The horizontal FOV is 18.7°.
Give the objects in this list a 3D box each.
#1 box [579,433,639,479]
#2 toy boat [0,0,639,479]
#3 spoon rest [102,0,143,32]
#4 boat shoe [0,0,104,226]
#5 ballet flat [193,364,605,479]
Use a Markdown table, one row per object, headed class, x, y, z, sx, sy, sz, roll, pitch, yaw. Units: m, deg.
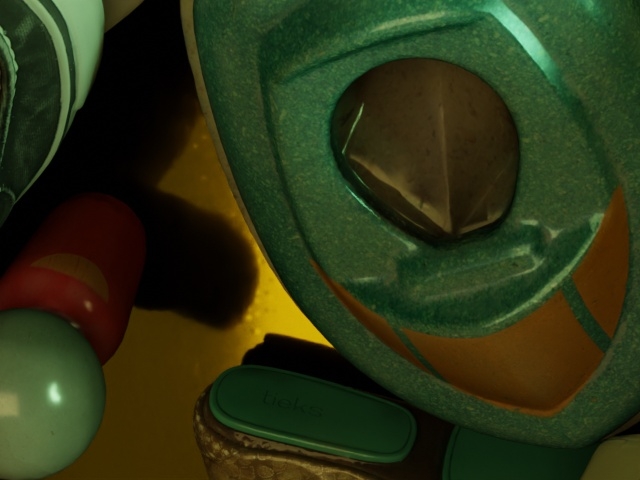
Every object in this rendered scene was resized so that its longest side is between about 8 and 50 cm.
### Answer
| class | x | y | z | sx | sy | sz | roll | pitch | yaw |
| --- | --- | --- | --- | --- | --- | --- | --- | --- | --- |
| box | 0.192 | 0.182 | 0.692 | 0.232 | 0.148 | 0.127 | 39 | 68 | -16 |
| toy boat | 0.000 | 0.000 | 0.736 | 0.318 | 0.148 | 0.267 | -20 | 117 | 24 |
| spoon rest | -0.159 | -0.106 | 0.801 | 0.276 | 0.137 | 0.084 | -18 | 141 | 21 |
| boat shoe | -0.169 | -0.016 | 0.739 | 0.108 | 0.102 | 0.301 | 25 | 143 | -15 |
| ballet flat | 0.046 | 0.105 | 0.816 | 0.206 | 0.073 | 0.067 | 15 | 131 | 13 |
